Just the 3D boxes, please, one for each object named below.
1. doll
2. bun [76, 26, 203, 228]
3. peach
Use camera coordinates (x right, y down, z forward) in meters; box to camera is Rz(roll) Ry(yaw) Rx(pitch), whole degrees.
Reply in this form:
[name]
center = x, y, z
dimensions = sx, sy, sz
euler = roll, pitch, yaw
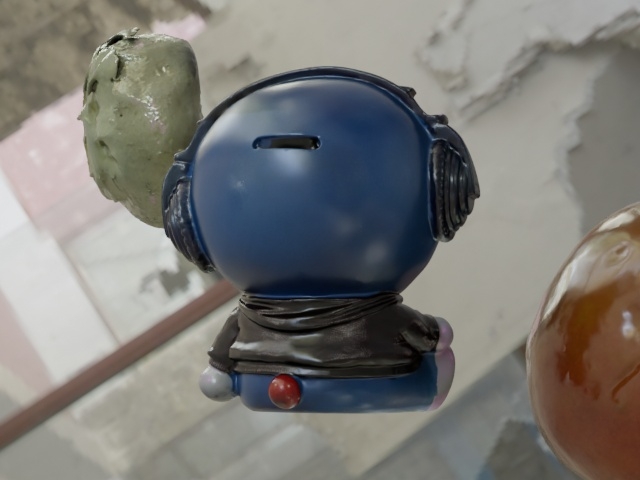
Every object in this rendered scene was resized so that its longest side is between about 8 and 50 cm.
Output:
[doll]
center = 0.000, 0.000, 1.324
dimensions = 0.240, 0.284, 0.310
euler = 14, -105, -76
[bun]
center = -0.206, -0.128, 1.697
dimensions = 0.239, 0.141, 0.239
euler = 173, 90, -76
[peach]
center = 0.363, 0.125, 1.429
dimensions = 0.342, 0.302, 0.343
euler = 31, -173, -4
